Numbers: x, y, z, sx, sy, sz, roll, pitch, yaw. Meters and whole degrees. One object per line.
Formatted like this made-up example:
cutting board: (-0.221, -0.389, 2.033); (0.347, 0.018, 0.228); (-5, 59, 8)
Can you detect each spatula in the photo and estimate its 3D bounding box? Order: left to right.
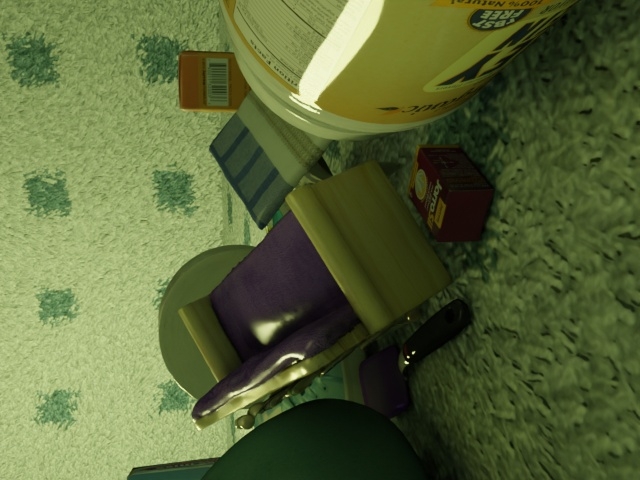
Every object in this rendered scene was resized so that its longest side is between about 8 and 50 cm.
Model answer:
spatula: (0.096, 0.130, 0.742); (0.296, 0.031, 0.084); (113, 150, -61)

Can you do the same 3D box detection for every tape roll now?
tape roll: (-0.144, 0.149, 1.221); (0.100, 0.287, 0.286); (-159, 67, -76)

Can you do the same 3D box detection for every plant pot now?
plant pot: (0.005, 0.283, 0.716); (0.195, 0.291, 0.290); (-68, -8, -46)

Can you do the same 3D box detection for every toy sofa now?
toy sofa: (-0.049, 0.075, 0.752); (0.150, 0.177, 0.362); (59, 144, 7)

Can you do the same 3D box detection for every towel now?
towel: (-0.012, -0.169, 0.767); (0.285, 0.034, 0.209); (-51, 38, 12)

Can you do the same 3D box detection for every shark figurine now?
shark figurine: (-0.003, -0.113, 0.900); (0.116, 0.166, 0.278); (-57, 12, 1)

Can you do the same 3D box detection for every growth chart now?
growth chart: (0.001, 0.148, 0.780); (0.021, 0.237, 0.172); (58, 170, 7)

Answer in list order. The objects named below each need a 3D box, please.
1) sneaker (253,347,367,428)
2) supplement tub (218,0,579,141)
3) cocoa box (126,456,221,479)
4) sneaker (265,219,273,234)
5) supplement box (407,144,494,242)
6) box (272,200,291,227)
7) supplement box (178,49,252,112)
sneaker: (-0.020, 0.247, 0.996); (0.135, 0.150, 0.365); (-112, 23, -53)
supplement tub: (0.054, -0.203, 0.428); (0.316, 0.229, 0.228); (140, 126, -74)
cocoa box: (-0.161, 0.503, 1.210); (0.228, 0.348, 0.231); (130, 136, -70)
sneaker: (-0.120, -0.033, 1.620); (0.035, 0.031, 0.083); (118, 147, -66)
supplement box: (0.113, -0.043, 0.608); (0.083, 0.043, 0.054); (-112, 25, -53)
box: (0.000, 0.000, 0.973); (0.244, 0.101, 0.060); (-122, 31, -65)
supplement box: (-0.063, -0.206, 0.892); (0.078, 0.234, 0.080); (-99, 12, -73)
